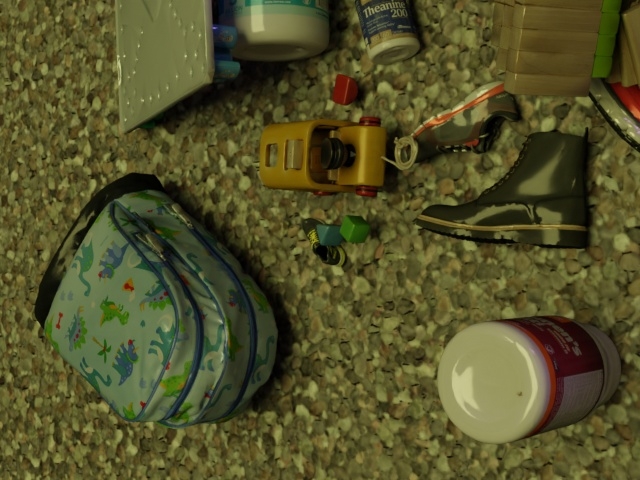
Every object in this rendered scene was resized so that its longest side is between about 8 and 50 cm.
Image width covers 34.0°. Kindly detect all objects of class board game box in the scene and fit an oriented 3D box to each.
[{"bbox_3d":[-0.208,-0.369,1.437,0.390,0.050,0.389,-10,83,64],"label":"board game box"}]

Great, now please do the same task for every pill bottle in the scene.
[{"bbox_3d":[-0.063,-0.376,1.369,0.146,0.146,0.264,-4,86,37],"label":"pill bottle"},{"bbox_3d":[0.080,-0.287,1.309,0.067,0.067,0.120,-20,77,35],"label":"pill bottle"},{"bbox_3d":[0.226,0.140,1.095,0.121,0.221,0.121,-1,89,37],"label":"pill bottle"}]

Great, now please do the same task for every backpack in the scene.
[{"bbox_3d":[-0.225,0.107,1.440,0.356,0.273,0.290,37,104,18],"label":"backpack"}]

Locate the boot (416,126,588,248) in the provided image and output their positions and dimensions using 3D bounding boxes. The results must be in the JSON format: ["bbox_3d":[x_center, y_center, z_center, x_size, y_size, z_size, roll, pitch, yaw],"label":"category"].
[{"bbox_3d":[0.214,-0.064,1.210,0.198,0.077,0.137,5,88,24],"label":"boot"}]

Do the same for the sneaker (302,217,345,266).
[{"bbox_3d":[0.000,0.000,1.383,0.083,0.035,0.031,49,116,27],"label":"sneaker"}]

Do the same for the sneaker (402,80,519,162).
[{"bbox_3d":[0.167,-0.126,1.248,0.158,0.061,0.064,-34,76,32],"label":"sneaker"}]

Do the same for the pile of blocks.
[{"bbox_3d":[0.321,-0.248,1.047,0.112,0.362,0.148,-130,18,-63],"label":"pile of blocks"}]

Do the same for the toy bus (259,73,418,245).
[{"bbox_3d":[0.003,-0.106,1.317,0.202,0.104,0.191,-59,43,37],"label":"toy bus"}]

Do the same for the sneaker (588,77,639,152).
[{"bbox_3d":[0.333,-0.186,1.102,0.118,0.107,0.279,-37,71,17],"label":"sneaker"}]
